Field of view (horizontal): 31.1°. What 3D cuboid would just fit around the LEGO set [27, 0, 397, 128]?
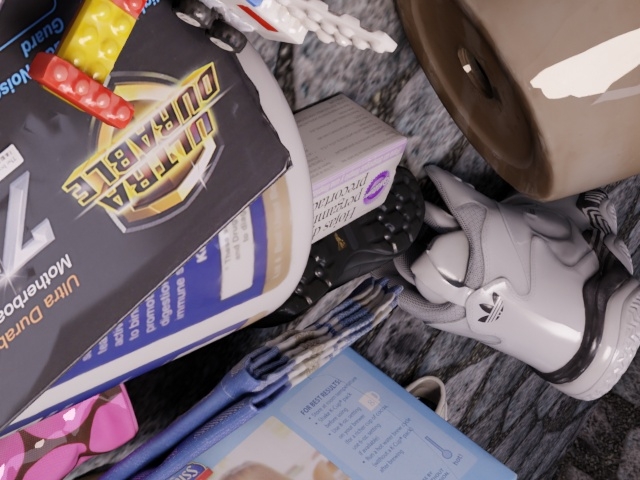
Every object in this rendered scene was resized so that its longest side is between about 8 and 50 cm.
[{"bbox_3d":[-0.074,-0.107,0.255,0.244,0.060,0.183,-29,121,-34],"label":"LEGO set"}]

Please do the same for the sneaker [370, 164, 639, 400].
[{"bbox_3d":[0.166,-0.003,1.083,0.137,0.210,0.366,-62,-170,22],"label":"sneaker"}]

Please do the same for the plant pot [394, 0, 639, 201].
[{"bbox_3d":[0.208,-0.178,0.744,0.280,0.323,0.323,-32,155,-4],"label":"plant pot"}]

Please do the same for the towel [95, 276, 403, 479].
[{"bbox_3d":[-0.062,0.113,0.798,0.209,0.034,0.285,-38,175,22],"label":"towel"}]

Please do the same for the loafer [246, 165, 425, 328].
[{"bbox_3d":[0.000,0.000,0.850,0.078,0.076,0.223,-14,-167,42],"label":"loafer"}]

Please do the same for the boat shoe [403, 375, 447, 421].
[{"bbox_3d":[0.061,0.255,1.296,0.267,0.096,0.088,-39,149,-33],"label":"boat shoe"}]

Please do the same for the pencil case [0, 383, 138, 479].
[{"bbox_3d":[-0.195,0.144,0.655,0.209,0.095,0.098,-43,125,-20],"label":"pencil case"}]

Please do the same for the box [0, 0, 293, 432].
[{"bbox_3d":[-0.179,-0.048,0.261,0.295,0.073,0.293,-44,126,-23],"label":"box"}]

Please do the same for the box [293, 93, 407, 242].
[{"bbox_3d":[-0.071,-0.007,0.702,0.324,0.067,0.063,-31,149,-44],"label":"box"}]

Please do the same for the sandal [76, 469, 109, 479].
[{"bbox_3d":[-0.194,0.222,0.817,0.180,0.049,0.072,-19,140,-53],"label":"sandal"}]

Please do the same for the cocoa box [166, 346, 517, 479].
[{"bbox_3d":[-0.035,0.294,0.988,0.347,0.231,0.228,-39,152,-31],"label":"cocoa box"}]

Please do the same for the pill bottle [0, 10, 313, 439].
[{"bbox_3d":[-0.146,0.004,0.446,0.264,0.153,0.153,-23,144,-34],"label":"pill bottle"}]
